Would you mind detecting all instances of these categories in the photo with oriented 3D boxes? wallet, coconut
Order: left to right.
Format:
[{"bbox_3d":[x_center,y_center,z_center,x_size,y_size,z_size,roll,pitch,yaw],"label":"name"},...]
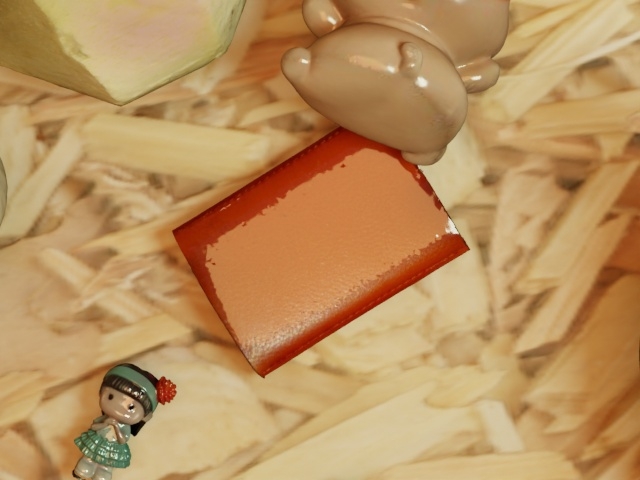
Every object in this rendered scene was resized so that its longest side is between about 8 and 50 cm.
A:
[{"bbox_3d":[-0.177,-0.225,1.439,0.259,0.259,0.259,0,92,4],"label":"coconut"},{"bbox_3d":[0.000,0.000,1.528,0.204,0.045,0.142,-32,91,5],"label":"wallet"}]

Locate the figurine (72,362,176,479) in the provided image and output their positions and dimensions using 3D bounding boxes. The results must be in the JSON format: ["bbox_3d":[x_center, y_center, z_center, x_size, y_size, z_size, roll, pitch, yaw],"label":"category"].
[{"bbox_3d":[-0.163,0.152,1.543,0.060,0.047,0.106,27,95,11],"label":"figurine"}]

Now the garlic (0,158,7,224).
[{"bbox_3d":[-0.406,-0.027,1.459,0.322,0.241,0.322,12,58,-19],"label":"garlic"}]

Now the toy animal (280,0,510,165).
[{"bbox_3d":[0.066,-0.175,1.460,0.171,0.171,0.198,21,72,3],"label":"toy animal"}]
